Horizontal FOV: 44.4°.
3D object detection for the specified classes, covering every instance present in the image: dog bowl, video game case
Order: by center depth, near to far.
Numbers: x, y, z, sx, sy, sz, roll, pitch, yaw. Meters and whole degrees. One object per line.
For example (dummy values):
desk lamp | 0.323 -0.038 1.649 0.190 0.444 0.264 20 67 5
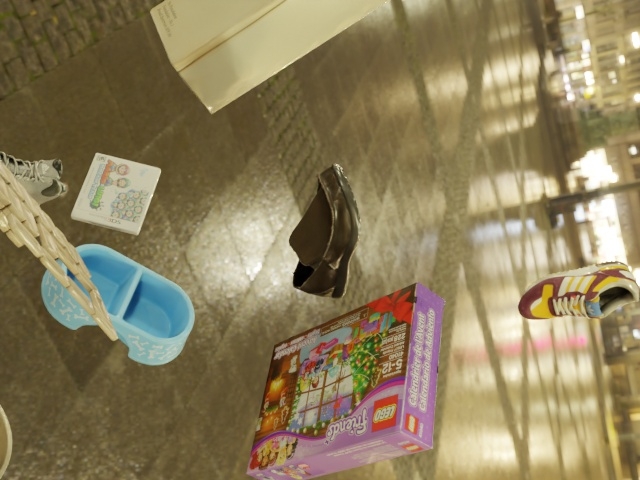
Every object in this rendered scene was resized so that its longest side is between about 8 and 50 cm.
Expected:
dog bowl | -0.369 0.114 1.474 0.297 0.074 0.166 31 45 -18
video game case | -0.426 -0.099 1.641 0.019 0.143 0.157 103 1 -65

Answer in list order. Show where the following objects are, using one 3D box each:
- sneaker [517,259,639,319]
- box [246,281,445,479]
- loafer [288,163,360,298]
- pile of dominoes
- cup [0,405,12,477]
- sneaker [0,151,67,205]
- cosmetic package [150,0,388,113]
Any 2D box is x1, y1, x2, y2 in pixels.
sneaker | 0.403 0.091 1.233 0.070 0.185 0.084 60 18 -24
box | 0.029 0.192 1.016 0.057 0.293 0.201 33 49 -28
loafer | 0.000 0.000 1.001 0.080 0.078 0.220 -110 -162 -45
pile of dominoes | -0.367 0.010 1.022 0.196 0.040 0.251 50 -10 46
cup | -0.804 0.435 1.513 0.331 0.237 0.331 29 30 -19
sneaker | -0.551 -0.139 1.446 0.229 0.132 0.086 49 30 -62
cosmetic package | -0.075 -0.337 1.124 0.113 0.309 0.160 51 8 -49
